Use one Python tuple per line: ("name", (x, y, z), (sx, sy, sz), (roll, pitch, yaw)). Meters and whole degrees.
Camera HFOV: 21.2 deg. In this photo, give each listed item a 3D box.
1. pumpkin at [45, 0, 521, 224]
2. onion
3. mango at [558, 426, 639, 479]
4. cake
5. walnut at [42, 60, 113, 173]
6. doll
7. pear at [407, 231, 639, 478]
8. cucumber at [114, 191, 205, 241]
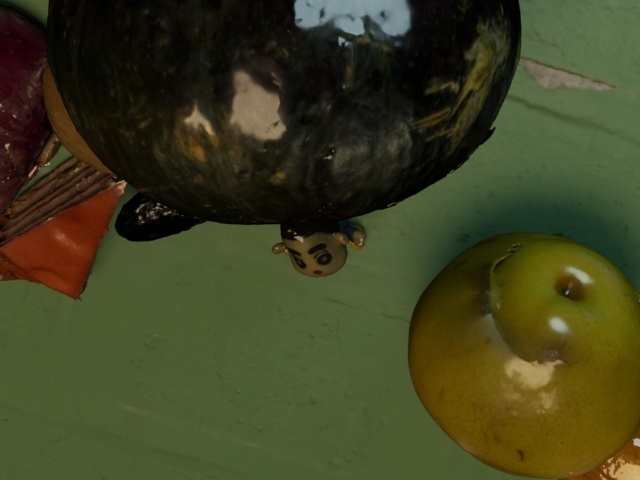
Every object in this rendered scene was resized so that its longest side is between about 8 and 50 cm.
("pumpkin", (-0.034, -0.191, 1.607), (0.454, 0.454, 0.344), (-7, 114, 15))
("onion", (-0.457, -0.158, 1.900), (0.348, 0.159, 0.267), (26, 124, -10))
("mango", (0.393, 0.289, 2.081), (0.257, 0.138, 0.187), (44, 140, -16))
("cake", (-0.279, -0.026, 2.003), (0.135, 0.098, 0.287), (40, 128, -16))
("walnut", (-0.220, -0.150, 1.857), (0.166, 0.166, 0.149), (23, 153, -6))
("doll", (0.000, 0.000, 1.927), (0.102, 0.179, 0.089), (-12, 78, 20))
("pear", (0.230, 0.148, 1.919), (0.285, 0.285, 0.336), (8, 124, 5))
("cucumber", (-0.096, -0.067, 1.935), (0.303, 0.081, 0.072), (-14, 166, 14))
